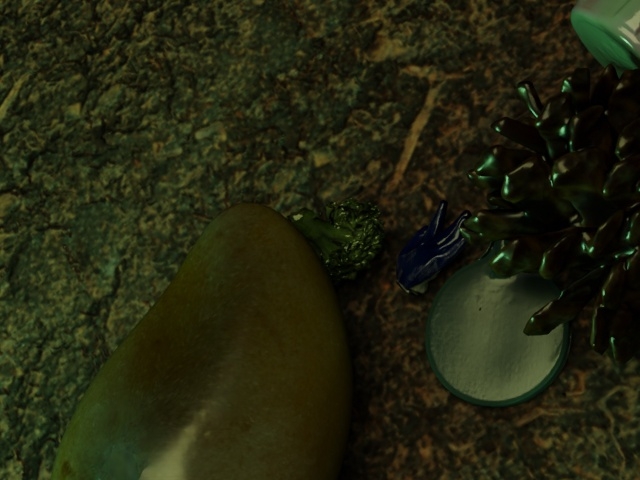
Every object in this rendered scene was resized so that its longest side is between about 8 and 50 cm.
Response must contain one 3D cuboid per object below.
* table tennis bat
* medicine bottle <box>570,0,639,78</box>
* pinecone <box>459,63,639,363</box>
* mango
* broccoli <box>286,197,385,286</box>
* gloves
[{"bbox_3d":[0.151,0.041,1.181,0.124,0.033,0.201,1,74,21],"label":"table tennis bat"},{"bbox_3d":[0.305,-0.204,1.155,0.168,0.135,0.135,-45,62,1],"label":"medicine bottle"},{"bbox_3d":[0.213,-0.030,1.087,0.201,0.202,0.229,27,82,10],"label":"pinecone"},{"bbox_3d":[-0.092,0.157,1.136,0.222,0.199,0.384,10,76,24],"label":"mango"},{"bbox_3d":[0.000,0.000,1.222,0.095,0.092,0.097,-53,31,-16],"label":"broccoli"},{"bbox_3d":[0.096,0.004,1.206,0.086,0.026,0.064,-49,31,16],"label":"gloves"}]
